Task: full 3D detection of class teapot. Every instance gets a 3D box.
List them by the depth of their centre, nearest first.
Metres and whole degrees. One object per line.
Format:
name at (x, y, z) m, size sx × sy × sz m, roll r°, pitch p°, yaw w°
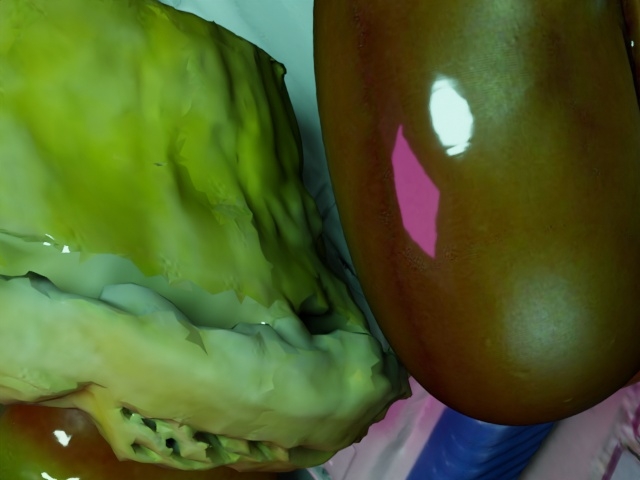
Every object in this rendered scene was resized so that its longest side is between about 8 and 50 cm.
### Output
teapot at (0.079, -0.023, 0.580) m, size 0.252 × 0.135 × 0.178 m, roll 62°, pitch -156°, yaw -50°

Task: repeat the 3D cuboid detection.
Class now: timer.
timer at (0.000, 0.000, 0.799) m, size 0.253 × 0.078 × 0.178 m, roll 53°, pitch 153°, yaw 21°

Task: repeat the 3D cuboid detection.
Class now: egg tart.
egg tart at (-0.142, -0.025, 0.637) m, size 0.388 × 0.388 × 0.169 m, roll 16°, pitch 91°, yaw 58°

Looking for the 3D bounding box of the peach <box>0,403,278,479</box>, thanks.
peach at (-0.211, 0.151, 1.047) m, size 0.335 × 0.310 × 0.406 m, roll 63°, pitch 149°, yaw 20°
